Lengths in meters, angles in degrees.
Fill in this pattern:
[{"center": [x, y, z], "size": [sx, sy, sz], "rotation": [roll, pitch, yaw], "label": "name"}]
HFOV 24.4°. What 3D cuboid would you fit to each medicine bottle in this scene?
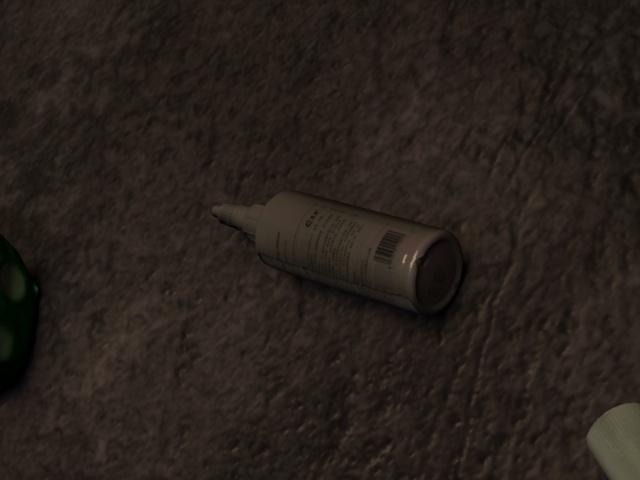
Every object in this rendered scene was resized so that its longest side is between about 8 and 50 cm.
[{"center": [0.000, 0.000, 0.977], "size": [0.199, 0.057, 0.058], "rotation": [15, 72, 39], "label": "medicine bottle"}]

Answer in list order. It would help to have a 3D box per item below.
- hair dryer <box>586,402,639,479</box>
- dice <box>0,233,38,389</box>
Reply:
[{"center": [0.249, 0.110, 0.757], "size": [0.183, 0.044, 0.155], "rotation": [-36, 49, 4], "label": "hair dryer"}, {"center": [-0.297, 0.048, 1.100], "size": [0.128, 0.131, 0.120], "rotation": [-14, 53, 28], "label": "dice"}]
